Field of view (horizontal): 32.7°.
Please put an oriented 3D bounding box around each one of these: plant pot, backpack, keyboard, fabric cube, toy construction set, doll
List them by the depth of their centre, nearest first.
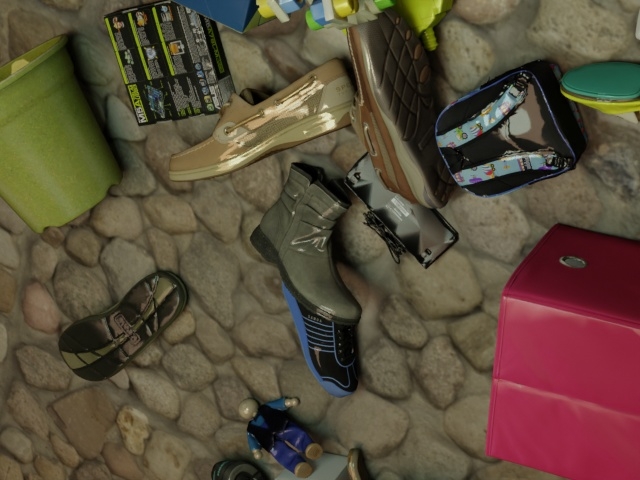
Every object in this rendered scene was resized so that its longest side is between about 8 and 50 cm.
[{"bbox_3d":[0.019,-0.402,1.343,0.151,0.215,0.327,5,84,35],"label":"toy construction set"},{"bbox_3d":[0.389,0.156,1.451,0.258,0.254,0.259,13,117,25],"label":"fabric cube"},{"bbox_3d":[0.252,-0.145,1.473,0.173,0.117,0.158,-23,99,35],"label":"backpack"},{"bbox_3d":[0.114,-0.043,1.660,0.100,0.038,0.192,-43,86,13],"label":"keyboard"},{"bbox_3d":[-0.470,-0.162,1.812,0.276,0.276,0.254,-16,115,34],"label":"plant pot"},{"bbox_3d":[-0.075,0.330,1.897,0.189,0.046,0.129,31,91,40],"label":"doll"}]

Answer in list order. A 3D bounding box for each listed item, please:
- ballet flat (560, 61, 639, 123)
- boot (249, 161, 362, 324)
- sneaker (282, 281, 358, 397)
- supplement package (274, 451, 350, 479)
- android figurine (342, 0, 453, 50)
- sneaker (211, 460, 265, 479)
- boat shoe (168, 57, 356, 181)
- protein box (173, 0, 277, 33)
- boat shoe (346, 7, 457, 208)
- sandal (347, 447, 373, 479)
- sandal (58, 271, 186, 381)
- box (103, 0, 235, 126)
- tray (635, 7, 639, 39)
[{"bbox_3d":[0.424,-0.186,1.390,0.231,0.077,0.077,-3,136,29],"label":"ballet flat"},{"bbox_3d":[0.000,0.000,1.658,0.246,0.083,0.161,46,117,29],"label":"boot"},{"bbox_3d":[0.019,0.145,1.762,0.090,0.081,0.232,-16,102,41],"label":"sneaker"},{"bbox_3d":[-0.001,0.472,1.910,0.105,0.105,0.179,7,116,28],"label":"supplement package"},{"bbox_3d":[0.086,-0.383,1.496,0.248,0.056,0.272,-13,103,32],"label":"android figurine"},{"bbox_3d":[-0.121,0.517,2.023,0.106,0.101,0.267,-2,113,54],"label":"sneaker"},{"bbox_3d":[-0.096,-0.179,1.664,0.341,0.122,0.110,-19,98,24],"label":"boat shoe"},{"bbox_3d":[-0.141,-0.435,1.551,0.201,0.136,0.199,27,123,16],"label":"protein box"},{"bbox_3d":[0.092,-0.177,1.517,0.116,0.123,0.324,7,133,38],"label":"boat shoe"},{"bbox_3d":[0.091,0.438,1.874,0.049,0.072,0.180,-14,101,12],"label":"sandal"},{"bbox_3d":[-0.350,0.159,1.984,0.303,0.086,0.120,-32,88,21],"label":"sandal"},{"bbox_3d":[-0.238,-0.285,1.734,0.184,0.045,0.190,-5,110,34],"label":"box"},{"bbox_3d":[0.471,-0.356,1.306,0.145,0.030,0.270,16,119,21],"label":"tray"}]
